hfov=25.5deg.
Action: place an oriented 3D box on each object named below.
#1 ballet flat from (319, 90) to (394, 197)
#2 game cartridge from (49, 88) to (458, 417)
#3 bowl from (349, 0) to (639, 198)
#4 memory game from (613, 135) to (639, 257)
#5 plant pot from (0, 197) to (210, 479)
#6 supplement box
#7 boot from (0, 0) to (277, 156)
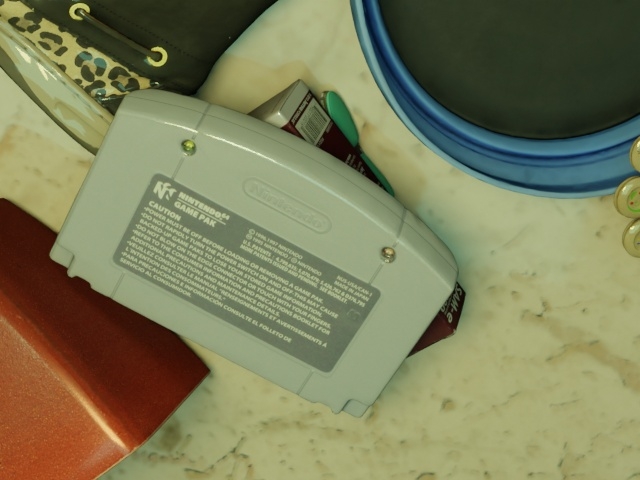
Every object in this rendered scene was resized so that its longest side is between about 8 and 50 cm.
[{"bbox_3d":[0.020,-0.072,1.208,0.041,0.041,0.114,-29,103,8],"label":"ballet flat"},{"bbox_3d":[-0.050,0.007,1.125,0.294,0.060,0.196,28,127,-6],"label":"game cartridge"},{"bbox_3d":[0.205,-0.227,1.105,0.391,0.077,0.391,-5,112,-12],"label":"bowl"},{"bbox_3d":[0.327,-0.045,1.161,0.186,0.012,0.186,-7,118,-14],"label":"memory game"},{"bbox_3d":[-0.286,0.116,1.159,0.267,0.267,0.236,-37,91,9],"label":"plant pot"},{"bbox_3d":[0.000,0.000,1.189,0.130,0.073,0.239,-30,107,28],"label":"supplement box"},{"bbox_3d":[-0.179,-0.273,1.094,0.284,0.138,0.377,-38,107,11],"label":"boot"}]
